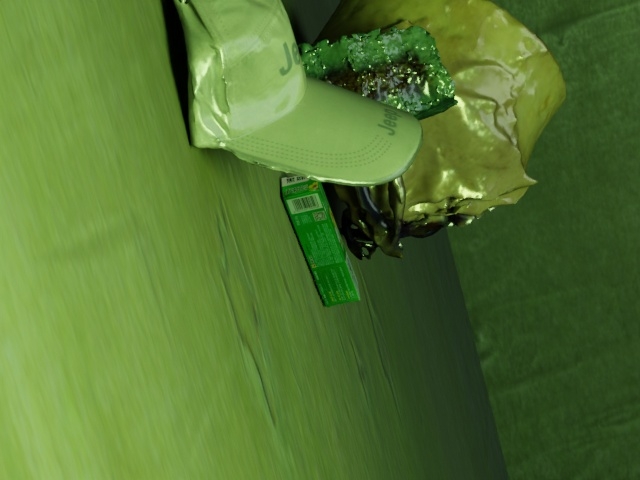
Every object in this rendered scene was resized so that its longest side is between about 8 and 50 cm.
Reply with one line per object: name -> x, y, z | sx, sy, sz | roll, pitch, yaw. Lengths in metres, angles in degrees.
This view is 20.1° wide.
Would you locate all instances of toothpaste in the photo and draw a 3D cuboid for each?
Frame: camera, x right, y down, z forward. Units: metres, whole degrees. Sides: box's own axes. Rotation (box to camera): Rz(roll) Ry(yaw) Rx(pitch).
toothpaste -> 0.000, 0.000, 1.991 | 0.037, 0.043, 0.178 | -97, 169, -47

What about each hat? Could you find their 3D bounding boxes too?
hat -> -0.023, -0.162, 1.626 | 0.214, 0.244, 0.149 | -91, -174, -59

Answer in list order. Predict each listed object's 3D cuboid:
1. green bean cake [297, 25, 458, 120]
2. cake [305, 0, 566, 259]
green bean cake -> 0.037, -0.166, 1.945 | 0.193, 0.208, 0.107 | 30, 45, -80
cake -> 0.102, -0.129, 2.210 | 0.321, 0.332, 0.332 | -59, 154, -16
